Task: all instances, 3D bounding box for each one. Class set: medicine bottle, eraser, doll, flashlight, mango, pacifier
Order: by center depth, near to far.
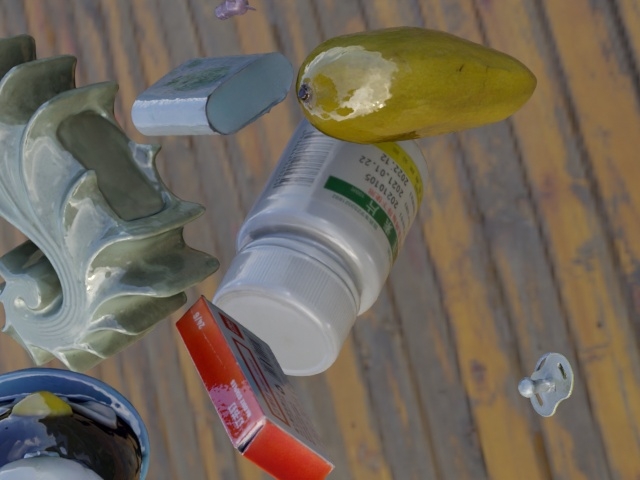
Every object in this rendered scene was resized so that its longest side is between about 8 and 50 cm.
[{"bbox_3d":[-0.216,0.176,1.084,0.314,0.177,0.141,-150,61,-75],"label":"doll"},{"bbox_3d":[0.254,0.163,1.614,0.083,0.064,0.068,-58,44,41],"label":"pacifier"},{"bbox_3d":[0.110,-0.193,1.786,0.195,0.332,0.142,-13,80,48],"label":"mango"},{"bbox_3d":[0.000,0.000,1.881,0.208,0.208,0.339,-36,22,49],"label":"medicine bottle"},{"bbox_3d":[-0.130,-0.343,2.048,0.110,0.052,0.031,4,77,69],"label":"flashlight"},{"bbox_3d":[-0.167,-0.220,2.127,0.227,0.174,0.081,7,128,53],"label":"eraser"}]

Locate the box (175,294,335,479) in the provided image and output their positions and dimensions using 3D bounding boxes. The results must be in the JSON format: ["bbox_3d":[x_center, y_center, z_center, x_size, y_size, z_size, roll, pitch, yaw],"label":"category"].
[{"bbox_3d":[-0.070,0.163,1.468,0.050,0.123,0.229,-44,39,8],"label":"box"}]

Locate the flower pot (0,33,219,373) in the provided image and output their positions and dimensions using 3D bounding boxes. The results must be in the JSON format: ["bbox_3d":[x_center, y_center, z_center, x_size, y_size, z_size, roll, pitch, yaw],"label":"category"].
[{"bbox_3d":[-0.296,-0.048,1.541,0.254,0.164,0.367,-36,87,36],"label":"flower pot"}]
